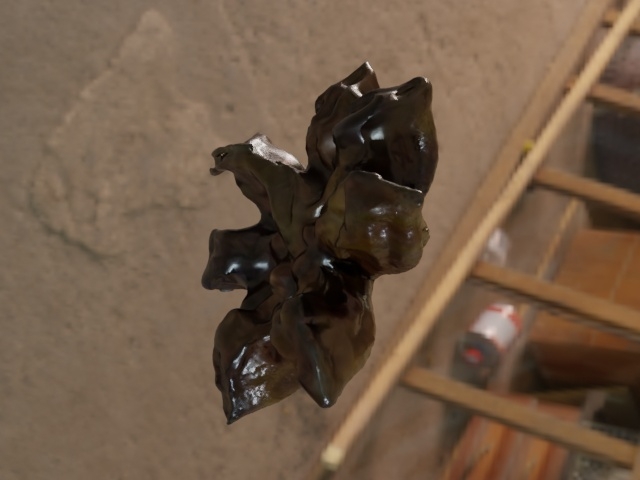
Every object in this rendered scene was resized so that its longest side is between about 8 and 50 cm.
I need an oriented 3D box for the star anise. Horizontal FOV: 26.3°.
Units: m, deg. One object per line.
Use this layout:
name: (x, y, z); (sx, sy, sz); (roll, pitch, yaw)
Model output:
star anise: (0.000, 0.000, 0.567); (0.057, 0.168, 0.168); (21, 78, -35)
